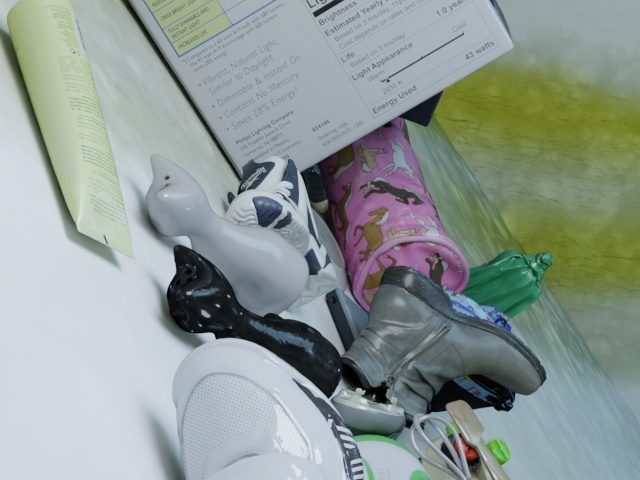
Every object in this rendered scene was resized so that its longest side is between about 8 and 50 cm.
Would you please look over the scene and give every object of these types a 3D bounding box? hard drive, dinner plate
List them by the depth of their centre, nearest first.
[{"bbox_3d":[0.053,0.131,2.167,0.094,0.022,0.135,45,19,-52],"label":"hard drive"},{"bbox_3d":[0.000,0.000,2.286,0.141,0.017,0.141,54,13,-18],"label":"dinner plate"}]

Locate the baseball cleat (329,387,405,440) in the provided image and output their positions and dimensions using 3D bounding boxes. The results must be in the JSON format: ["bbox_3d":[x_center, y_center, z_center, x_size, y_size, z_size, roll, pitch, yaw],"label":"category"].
[{"bbox_3d":[0.040,0.198,1.713,0.072,0.109,0.206,18,-6,13],"label":"baseball cleat"}]

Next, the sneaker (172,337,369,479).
[{"bbox_3d":[-0.038,0.219,1.289,0.366,0.137,0.210,68,11,22],"label":"sneaker"}]

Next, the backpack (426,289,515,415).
[{"bbox_3d":[0.157,0.128,2.258,0.173,0.158,0.117,53,45,-30],"label":"backpack"}]

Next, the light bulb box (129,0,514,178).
[{"bbox_3d":[-0.016,-0.308,2.126,0.361,0.358,0.225,58,10,-14],"label":"light bulb box"}]

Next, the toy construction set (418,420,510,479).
[{"bbox_3d":[0.207,0.320,2.040,0.215,0.151,0.328,14,33,-40],"label":"toy construction set"}]

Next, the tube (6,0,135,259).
[{"bbox_3d":[-0.214,-0.099,1.551,0.070,0.062,0.240,-6,64,-29],"label":"tube"}]

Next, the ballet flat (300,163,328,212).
[{"bbox_3d":[-0.039,-0.105,2.344,0.173,0.049,0.057,60,-17,-23],"label":"ballet flat"}]

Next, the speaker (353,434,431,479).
[{"bbox_3d":[0.045,0.282,1.516,0.131,0.131,0.296,55,13,-20],"label":"speaker"}]

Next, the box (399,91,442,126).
[{"bbox_3d":[0.058,-0.374,2.356,0.312,0.343,0.179,19,21,-9],"label":"box"}]

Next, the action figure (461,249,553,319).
[{"bbox_3d":[0.212,0.080,2.439,0.137,0.232,0.063,61,11,2],"label":"action figure"}]

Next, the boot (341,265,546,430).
[{"bbox_3d":[0.136,0.155,2.095,0.246,0.083,0.161,34,64,-17],"label":"boot"}]

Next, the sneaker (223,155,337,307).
[{"bbox_3d":[-0.063,-0.035,1.919,0.153,0.094,0.235,64,12,27],"label":"sneaker"}]

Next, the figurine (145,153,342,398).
[{"bbox_3d":[-0.086,0.035,1.686,0.209,0.092,0.215,43,19,-42],"label":"figurine"}]

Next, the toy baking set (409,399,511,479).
[{"bbox_3d":[0.157,0.276,1.906,0.197,0.030,0.256,38,43,0],"label":"toy baking set"}]

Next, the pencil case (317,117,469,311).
[{"bbox_3d":[0.078,-0.065,2.433,0.167,0.160,0.386,9,38,-24],"label":"pencil case"}]
